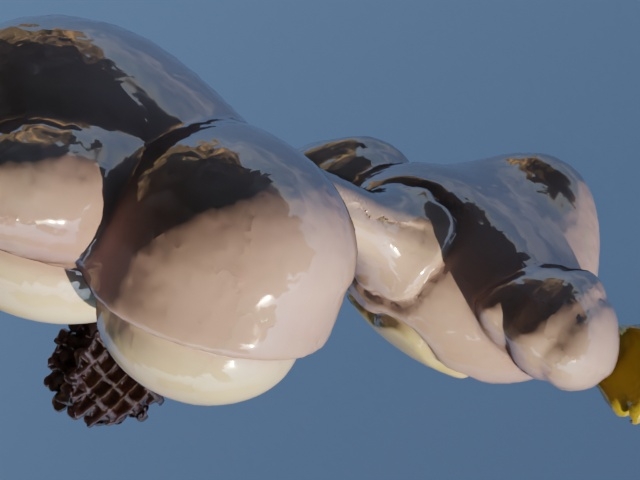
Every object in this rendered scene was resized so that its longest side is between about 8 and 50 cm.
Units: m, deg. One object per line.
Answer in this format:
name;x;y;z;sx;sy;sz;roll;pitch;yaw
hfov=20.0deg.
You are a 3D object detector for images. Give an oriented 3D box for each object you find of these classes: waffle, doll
waffle;-0.105;0.060;0.932;0.029;0.083;0.075;36;-62;40
doll;0.000;-0.001;0.618;0.160;0.365;0.094;37;-71;36
